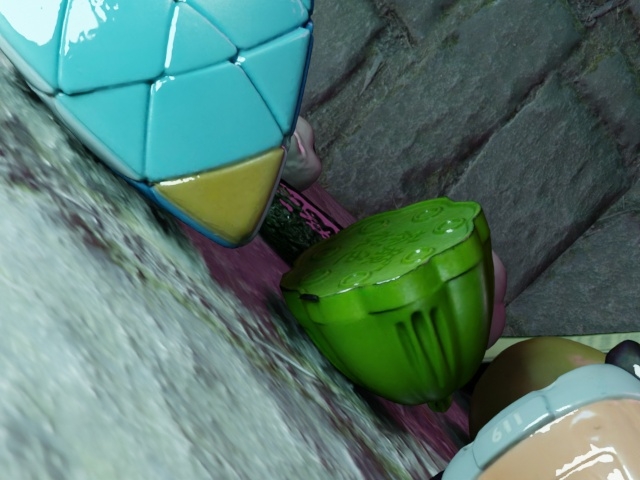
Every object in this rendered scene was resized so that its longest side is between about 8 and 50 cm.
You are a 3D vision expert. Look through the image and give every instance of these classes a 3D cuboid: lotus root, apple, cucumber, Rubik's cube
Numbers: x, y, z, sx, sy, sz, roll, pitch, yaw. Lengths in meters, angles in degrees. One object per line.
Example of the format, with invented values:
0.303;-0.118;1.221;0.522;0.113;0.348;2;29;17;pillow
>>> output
0.076;0.075;0.827;0.186;0.186;0.186;45;5;-5;lotus root
0.255;0.196;1.071;0.200;0.200;0.200;45;5;-5;apple
-0.008;0.002;1.105;0.241;0.074;0.074;44;5;-4;cucumber
-0.119;-0.104;0.694;0.254;0.254;0.254;45;5;-5;Rubik's cube

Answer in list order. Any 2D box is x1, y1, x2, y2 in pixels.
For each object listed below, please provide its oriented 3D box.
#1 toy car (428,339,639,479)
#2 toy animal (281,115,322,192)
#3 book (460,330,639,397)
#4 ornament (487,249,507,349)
0.208;0.216;0.620;0.270;0.180;0.212;42;16;-30;toy car
-0.123;-0.219;1.419;0.357;0.194;0.258;53;-6;-4;toy animal
0.366;0.193;1.389;0.371;0.043;0.260;-8;-30;35;book
0.101;0.056;0.974;0.177;0.177;0.177;45;5;-5;ornament
